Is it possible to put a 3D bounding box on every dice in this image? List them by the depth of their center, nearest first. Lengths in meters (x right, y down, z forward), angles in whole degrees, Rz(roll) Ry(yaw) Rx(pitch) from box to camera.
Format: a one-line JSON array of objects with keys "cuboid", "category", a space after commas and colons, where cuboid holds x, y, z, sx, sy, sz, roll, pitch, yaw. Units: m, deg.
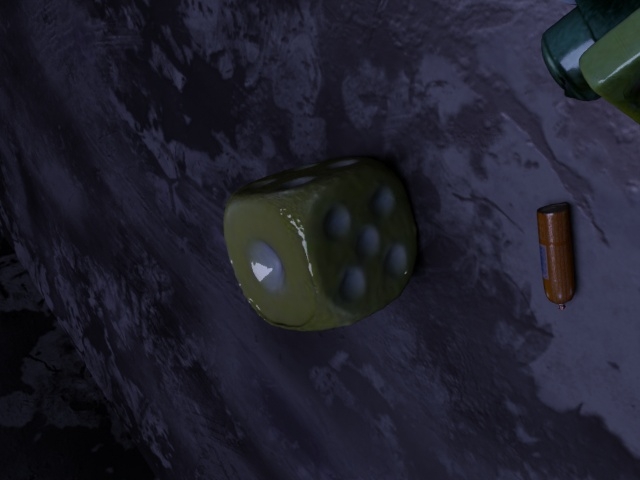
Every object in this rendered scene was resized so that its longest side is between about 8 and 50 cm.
[{"cuboid": [0.000, 0.000, 0.751, 0.166, 0.169, 0.169, 5, 114, 50], "category": "dice"}]

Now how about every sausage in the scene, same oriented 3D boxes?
[{"cuboid": [0.228, 0.018, 0.605, 0.031, 0.031, 0.107, 10, 119, 47], "category": "sausage"}]

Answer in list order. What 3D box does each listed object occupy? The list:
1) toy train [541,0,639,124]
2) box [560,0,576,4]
[{"cuboid": [0.271, -0.148, 0.255, 0.369, 0.150, 0.237, -39, 48, 38], "category": "toy train"}, {"cuboid": [0.215, -0.292, 0.366, 0.142, 0.044, 0.285, 50, 122, 10], "category": "box"}]
